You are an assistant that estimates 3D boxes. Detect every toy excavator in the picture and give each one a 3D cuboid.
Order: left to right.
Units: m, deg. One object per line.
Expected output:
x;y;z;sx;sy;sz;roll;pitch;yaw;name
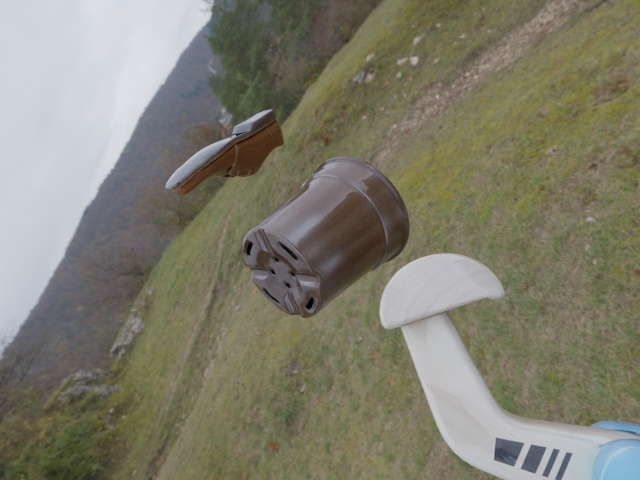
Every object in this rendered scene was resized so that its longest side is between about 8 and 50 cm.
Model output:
0.264;0.241;0.393;0.222;0.445;0.433;25;-109;-71;toy excavator

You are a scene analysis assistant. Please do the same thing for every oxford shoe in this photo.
-0.135;-0.122;0.650;0.212;0.076;0.076;-40;31;-25;oxford shoe

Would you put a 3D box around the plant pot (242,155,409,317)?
0.000;0.000;0.545;0.165;0.167;0.167;-38;1;-38;plant pot
